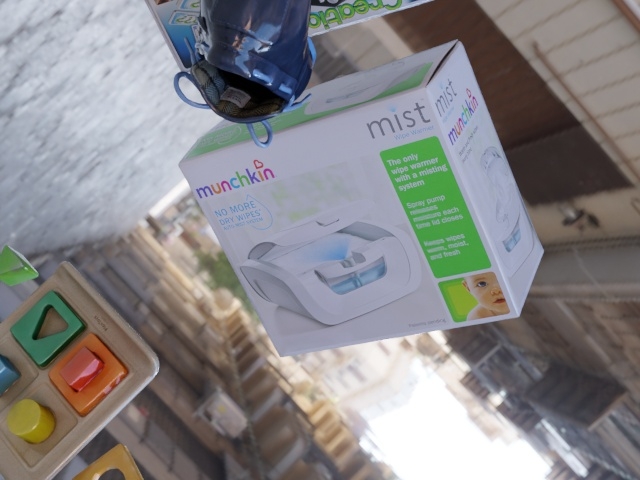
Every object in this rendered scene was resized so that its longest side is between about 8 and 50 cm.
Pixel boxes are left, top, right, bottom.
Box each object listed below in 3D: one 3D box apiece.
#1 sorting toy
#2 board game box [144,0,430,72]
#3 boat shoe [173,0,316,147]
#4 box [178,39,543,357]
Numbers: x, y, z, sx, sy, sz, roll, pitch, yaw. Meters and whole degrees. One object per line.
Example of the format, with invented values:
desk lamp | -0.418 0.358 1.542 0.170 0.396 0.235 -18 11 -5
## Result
sorting toy | -0.284 0.136 0.991 0.196 0.348 0.047 -47 151 -5
board game box | -0.022 -0.271 0.830 0.305 0.193 0.053 -12 -146 20
boat shoe | -0.063 -0.128 0.702 0.258 0.109 0.089 69 43 -82
box | 0.042 -0.033 0.925 0.262 0.231 0.126 -12 -155 30
